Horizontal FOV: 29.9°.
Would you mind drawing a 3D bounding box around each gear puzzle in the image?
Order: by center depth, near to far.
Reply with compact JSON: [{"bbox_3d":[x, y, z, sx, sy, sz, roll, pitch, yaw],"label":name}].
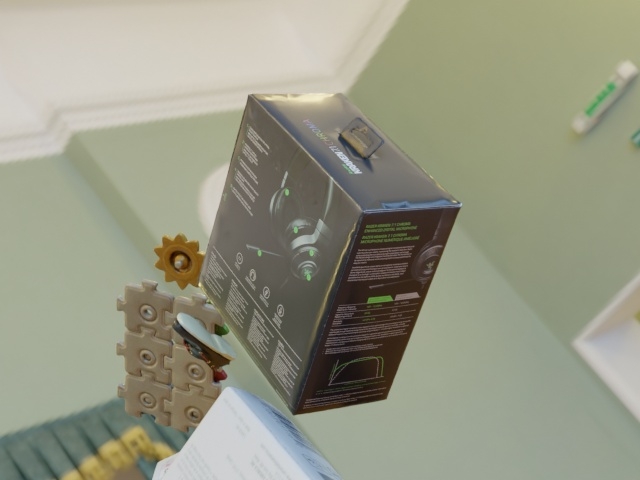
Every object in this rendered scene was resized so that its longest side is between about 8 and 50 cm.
[{"bbox_3d":[-0.212,0.132,1.753,0.044,0.175,0.339,-51,-29,-56],"label":"gear puzzle"}]

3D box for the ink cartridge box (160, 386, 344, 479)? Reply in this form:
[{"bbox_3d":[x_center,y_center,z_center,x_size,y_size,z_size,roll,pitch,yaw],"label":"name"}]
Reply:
[{"bbox_3d":[-0.110,0.361,1.098,0.091,0.308,0.385,33,-89,-30],"label":"ink cartridge box"}]

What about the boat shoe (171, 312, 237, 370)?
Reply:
[{"bbox_3d":[-0.162,0.139,1.607,0.042,0.049,0.133,-35,-37,7],"label":"boat shoe"}]

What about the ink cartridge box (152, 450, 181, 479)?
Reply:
[{"bbox_3d":[-0.190,0.406,1.817,0.189,0.066,0.232,-28,26,26],"label":"ink cartridge box"}]

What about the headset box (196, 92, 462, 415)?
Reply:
[{"bbox_3d":[0.000,0.000,1.309,0.131,0.246,0.283,-5,-54,-34],"label":"headset box"}]

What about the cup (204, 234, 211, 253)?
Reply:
[{"bbox_3d":[-0.051,0.025,1.963,0.237,0.331,0.331,-33,-19,-42],"label":"cup"}]
